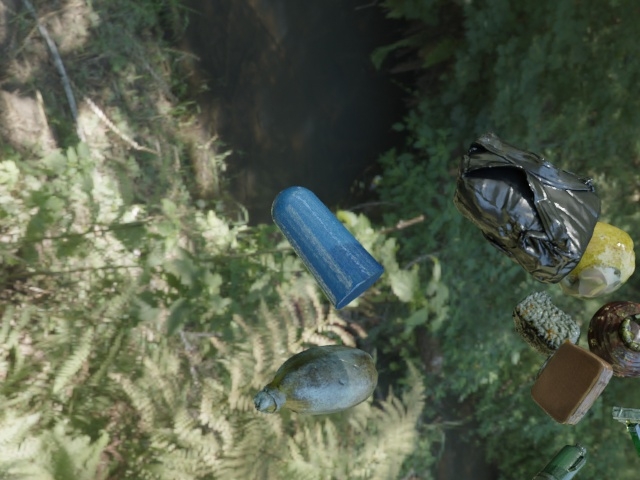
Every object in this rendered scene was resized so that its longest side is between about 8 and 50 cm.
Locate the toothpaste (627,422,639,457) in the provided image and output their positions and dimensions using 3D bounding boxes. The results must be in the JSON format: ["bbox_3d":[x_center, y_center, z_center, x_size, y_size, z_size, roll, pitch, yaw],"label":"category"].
[{"bbox_3d":[0.712,0.448,1.666,0.017,0.020,0.083,-30,100,-36],"label":"toothpaste"}]

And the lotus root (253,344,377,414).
[{"bbox_3d":[-0.007,0.314,1.683,0.322,0.158,0.140,-3,130,-41],"label":"lotus root"}]

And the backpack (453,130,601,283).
[{"bbox_3d":[0.582,-0.112,2.138,0.446,0.255,0.363,32,52,0],"label":"backpack"}]

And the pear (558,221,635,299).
[{"bbox_3d":[0.868,0.061,2.380,0.271,0.271,0.271,9,79,-57],"label":"pear"}]

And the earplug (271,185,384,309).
[{"bbox_3d":[0.000,0.000,1.573,0.273,0.132,0.132,51,31,13],"label":"earplug"}]

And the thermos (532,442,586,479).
[{"bbox_3d":[0.651,0.605,1.996,0.188,0.073,0.083,-29,142,-36],"label":"thermos"}]

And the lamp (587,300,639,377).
[{"bbox_3d":[0.936,0.299,2.277,0.247,0.247,0.247,9,79,-57],"label":"lamp"}]

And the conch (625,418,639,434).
[{"bbox_3d":[0.859,0.495,1.748,0.250,0.137,0.143,40,16,5],"label":"conch"}]

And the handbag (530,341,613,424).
[{"bbox_3d":[0.639,0.362,1.914,0.072,0.151,0.193,19,107,-46],"label":"handbag"}]

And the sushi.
[{"bbox_3d":[0.698,0.272,2.299,0.136,0.225,0.126,-32,153,-11],"label":"sushi"}]

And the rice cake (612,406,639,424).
[{"bbox_3d":[1.003,0.533,2.232,0.124,0.211,0.038,30,63,-39],"label":"rice cake"}]
